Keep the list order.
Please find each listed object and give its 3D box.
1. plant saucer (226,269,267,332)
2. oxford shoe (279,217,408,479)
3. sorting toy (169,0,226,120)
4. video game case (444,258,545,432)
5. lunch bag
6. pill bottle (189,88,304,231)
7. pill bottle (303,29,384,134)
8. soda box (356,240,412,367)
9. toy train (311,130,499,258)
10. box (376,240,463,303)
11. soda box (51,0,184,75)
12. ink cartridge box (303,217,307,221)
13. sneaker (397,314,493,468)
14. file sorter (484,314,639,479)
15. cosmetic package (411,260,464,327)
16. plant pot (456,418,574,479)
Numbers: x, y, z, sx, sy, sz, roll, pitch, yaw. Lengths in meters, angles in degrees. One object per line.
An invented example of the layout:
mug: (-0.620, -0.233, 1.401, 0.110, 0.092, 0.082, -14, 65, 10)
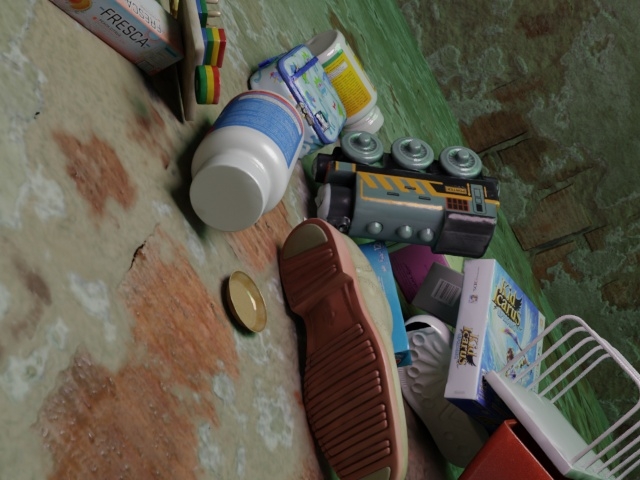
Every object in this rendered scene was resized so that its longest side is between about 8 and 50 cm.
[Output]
plant saucer: (-0.095, 0.078, 0.997, 0.083, 0.015, 0.083, 52, 24, -35)
oxford shoe: (0.061, 0.153, 1.091, 0.146, 0.140, 0.397, 22, 47, -46)
sorting toy: (-0.158, -0.254, 1.041, 0.132, 0.046, 0.275, 112, -31, -53)
video game case: (0.312, 0.197, 1.393, 0.269, 0.061, 0.244, 40, 54, -47)
lunch bag: (-0.034, -0.248, 1.401, 0.176, 0.090, 0.219, 58, 21, -11)
pill bottle: (-0.096, -0.104, 1.036, 0.124, 0.124, 0.221, 58, 21, -21)
pill bottle: (0.042, -0.304, 1.605, 0.208, 0.117, 0.118, 53, 24, -32)
soda box: (0.096, 0.107, 1.339, 0.067, 0.071, 0.210, 72, 6, -57)
toy train: (0.149, -0.075, 1.365, 0.142, 0.333, 0.190, 105, -10, -46)
box: (0.208, -0.020, 1.712, 0.214, 0.117, 0.243, 62, 22, -12)
soda box: (-0.240, -0.274, 0.955, 0.183, 0.058, 0.063, 35, 37, -56)
ink cartridge box: (0.000, 0.000, 1.298, 0.048, 0.028, 0.083, 42, 31, -49)
sneaker: (0.246, 0.229, 1.479, 0.323, 0.130, 0.236, 65, 29, -18)
file sorter: (0.433, 0.261, 1.283, 0.277, 0.173, 0.193, 31, 18, -51)
cosmetic package: (0.298, 0.136, 1.557, 0.127, 0.107, 0.238, 25, -6, 43)
plant pot: (0.314, 0.452, 1.228, 0.267, 0.236, 0.267, 51, 13, 24)
